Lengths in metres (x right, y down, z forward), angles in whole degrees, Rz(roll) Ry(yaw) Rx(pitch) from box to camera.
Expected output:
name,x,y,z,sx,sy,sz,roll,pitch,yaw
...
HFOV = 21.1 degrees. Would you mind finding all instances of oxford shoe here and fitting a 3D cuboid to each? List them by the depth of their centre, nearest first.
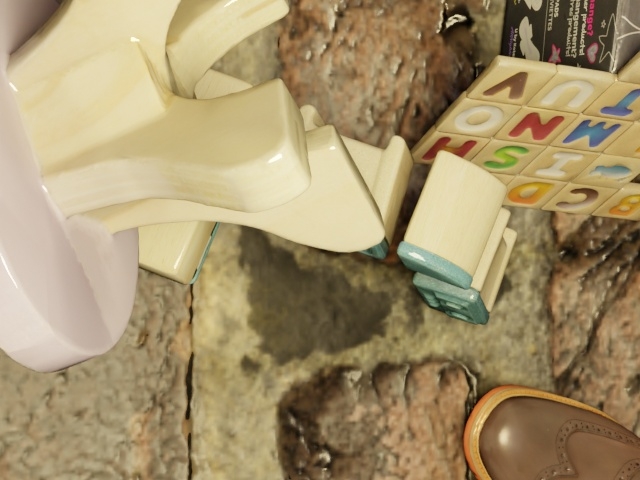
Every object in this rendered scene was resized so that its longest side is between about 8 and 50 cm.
name,x,y,z,sx,sy,sz,roll,pitch,yaw
oxford shoe,0.213,0.178,1.123,0.271,0.098,0.097,33,79,-21

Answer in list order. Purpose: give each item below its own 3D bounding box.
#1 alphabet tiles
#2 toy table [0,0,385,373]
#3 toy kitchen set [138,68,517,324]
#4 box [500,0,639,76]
name,x,y,z,sx,sy,sz,roll,pitch,yaw
alphabet tiles,0.184,-0.065,1.058,0.237,0.198,0.009,5,62,-24
toy table,-0.087,-0.065,0.873,0.161,0.274,0.252,-23,134,11
toy kitchen set,0.000,0.000,1.047,0.207,0.166,0.122,21,82,14
box,0.261,-0.162,1.109,0.247,0.142,0.163,7,89,-23
